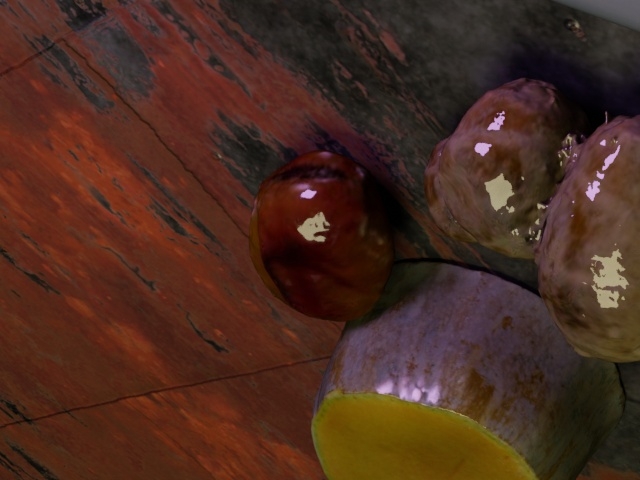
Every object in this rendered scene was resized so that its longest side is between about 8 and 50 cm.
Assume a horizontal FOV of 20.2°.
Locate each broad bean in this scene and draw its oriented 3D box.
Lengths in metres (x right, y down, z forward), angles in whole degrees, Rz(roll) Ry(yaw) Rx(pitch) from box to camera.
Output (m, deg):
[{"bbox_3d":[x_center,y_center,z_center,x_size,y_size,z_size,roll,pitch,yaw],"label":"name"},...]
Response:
[{"bbox_3d":[0.003,-0.002,1.865,0.156,0.122,0.228,11,147,10],"label":"broad bean"}]

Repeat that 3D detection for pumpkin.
[{"bbox_3d":[0.146,0.202,1.957,0.332,0.199,0.332,20,148,13],"label":"pumpkin"}]

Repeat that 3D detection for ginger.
[{"bbox_3d":[0.214,-0.035,1.614,0.304,0.155,0.245,38,148,32],"label":"ginger"}]

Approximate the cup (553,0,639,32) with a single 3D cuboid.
[{"bbox_3d":[0.157,-0.285,1.294,0.312,0.205,0.205,22,146,15],"label":"cup"}]
